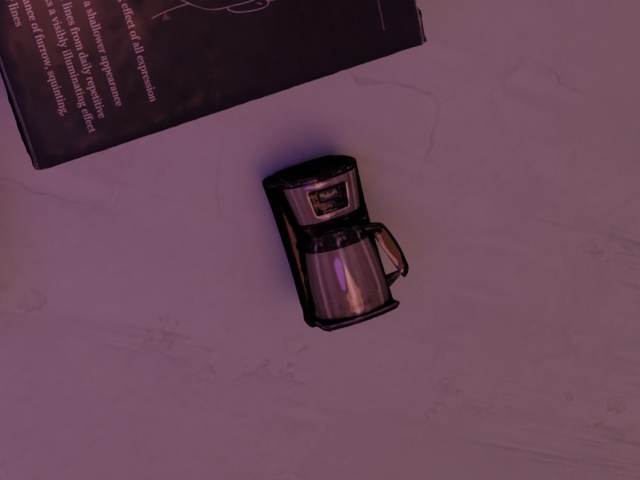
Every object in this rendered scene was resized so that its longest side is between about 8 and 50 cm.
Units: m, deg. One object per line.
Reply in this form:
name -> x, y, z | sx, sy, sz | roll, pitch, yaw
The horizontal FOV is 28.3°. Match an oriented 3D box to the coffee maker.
coffee maker -> 0.000, 0.000, 1.441 | 0.120, 0.171, 0.178 | -23, 102, -35

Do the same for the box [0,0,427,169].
box -> -0.137, -0.288, 1.192 | 0.395, 0.212, 0.293 | -19, 120, -11
